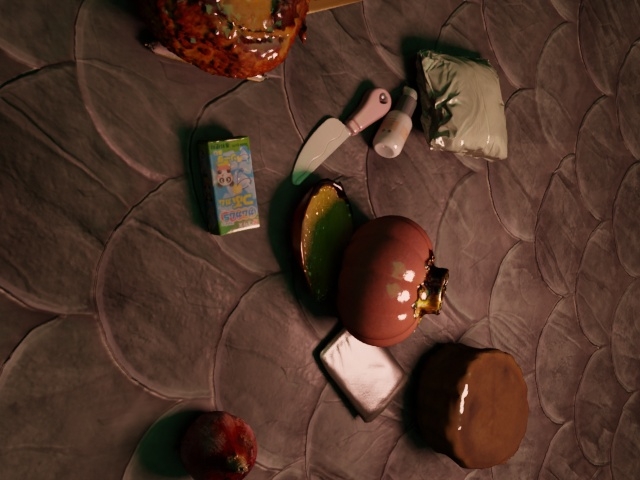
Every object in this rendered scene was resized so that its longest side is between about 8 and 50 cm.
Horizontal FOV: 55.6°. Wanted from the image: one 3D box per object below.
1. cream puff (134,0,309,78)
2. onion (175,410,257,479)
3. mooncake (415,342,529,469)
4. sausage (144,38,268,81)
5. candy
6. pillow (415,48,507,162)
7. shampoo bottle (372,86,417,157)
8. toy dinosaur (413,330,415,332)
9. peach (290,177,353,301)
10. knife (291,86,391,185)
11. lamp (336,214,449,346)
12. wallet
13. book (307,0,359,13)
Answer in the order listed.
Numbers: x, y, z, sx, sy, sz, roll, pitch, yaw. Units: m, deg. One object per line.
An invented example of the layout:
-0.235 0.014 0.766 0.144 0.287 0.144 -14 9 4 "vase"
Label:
-0.183 -0.442 1.119 0.350 0.229 0.351 15 55 -22 "cream puff"
-0.193 0.427 1.222 0.159 0.195 0.160 3 84 -31 "onion"
0.403 0.441 1.641 0.324 0.187 0.324 -2 94 -36 "mooncake"
-0.222 -0.361 1.224 0.269 0.032 0.033 6 91 -35 "sausage"
-0.189 -0.114 1.254 0.097 0.062 0.195 -14 103 -34 "candy"
0.366 -0.354 1.572 0.309 0.138 0.284 0 84 -39 "pillow"
0.192 -0.292 1.495 0.074 0.074 0.192 43 61 -30 "shampoo bottle"
0.237 0.186 1.604 0.060 0.029 0.120 -4 102 -19 "toy dinosaur"
-0.002 -0.002 1.390 0.189 0.068 0.279 16 82 -45 "peach"
0.043 -0.253 1.416 0.336 0.043 0.081 -43 111 -21 "knife"
0.167 0.095 1.383 0.305 0.239 0.306 13 90 -72 "lamp"
0.105 0.314 1.508 0.168 0.052 0.245 -43 112 -24 "wallet"
-0.054 -0.691 1.310 0.269 0.032 0.389 -26 108 -29 "book"
